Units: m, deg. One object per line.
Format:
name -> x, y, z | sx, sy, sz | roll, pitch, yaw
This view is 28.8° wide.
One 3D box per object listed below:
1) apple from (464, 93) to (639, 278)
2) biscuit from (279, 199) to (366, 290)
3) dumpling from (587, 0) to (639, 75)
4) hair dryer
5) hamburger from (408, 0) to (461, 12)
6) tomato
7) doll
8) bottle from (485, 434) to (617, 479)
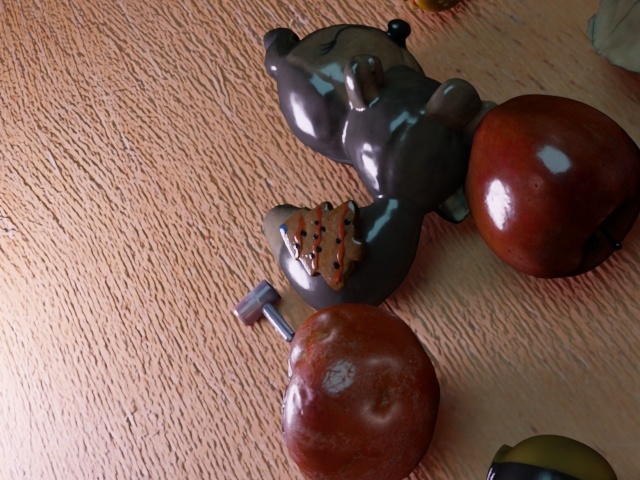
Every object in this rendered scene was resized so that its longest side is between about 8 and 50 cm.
apple -> 0.284, -0.065, 1.522 | 0.234, 0.234, 0.234 | -14, 56, 21
biscuit -> 0.000, 0.000, 1.596 | 0.130, 0.019, 0.119 | 14, 99, 32
dumpling -> 0.485, -0.332, 1.583 | 0.316, 0.233, 0.395 | -16, 40, 23
hair dryer -> -0.067, 0.113, 1.731 | 0.063, 0.037, 0.114 | -43, 57, 1
hamburger -> 0.165, -0.418, 1.852 | 0.162, 0.162, 0.115 | -48, 52, -6
tomato -> 0.049, 0.189, 1.508 | 0.189, 0.232, 0.232 | 6, 61, -1
doll -> 0.022, -0.128, 1.698 | 0.378, 0.252, 0.382 | -49, 44, -7
bottle -> 0.214, 0.377, 1.326 | 0.171, 0.171, 0.351 | 10, 64, 33
